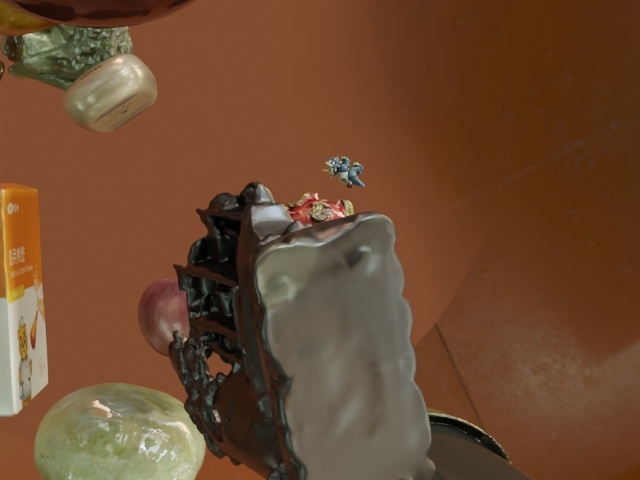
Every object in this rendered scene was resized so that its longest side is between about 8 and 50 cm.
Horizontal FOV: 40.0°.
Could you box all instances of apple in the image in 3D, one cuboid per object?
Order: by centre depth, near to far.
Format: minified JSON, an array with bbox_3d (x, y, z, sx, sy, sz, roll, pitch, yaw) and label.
[{"bbox_3d":[-0.195,0.113,1.305,0.153,0.153,0.119,-3,86,-9],"label":"apple"}]

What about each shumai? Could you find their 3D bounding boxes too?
[{"bbox_3d":[-0.458,-0.363,1.547,0.218,0.189,0.255,-22,92,-11],"label":"shumai"}]

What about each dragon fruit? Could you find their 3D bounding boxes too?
[{"bbox_3d":[0.000,0.000,1.485,0.167,0.160,0.172,13,63,-10],"label":"dragon fruit"}]

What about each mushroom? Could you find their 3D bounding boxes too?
[{"bbox_3d":[-0.402,0.432,1.785,0.352,0.352,0.260,5,104,-10],"label":"mushroom"}]

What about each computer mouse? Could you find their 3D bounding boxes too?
[{"bbox_3d":[-0.335,-0.235,1.403,0.145,0.236,0.082,-35,95,1],"label":"computer mouse"}]

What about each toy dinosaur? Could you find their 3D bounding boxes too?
[{"bbox_3d":[0.045,-0.122,1.593,0.083,0.030,0.047,27,59,1],"label":"toy dinosaur"}]

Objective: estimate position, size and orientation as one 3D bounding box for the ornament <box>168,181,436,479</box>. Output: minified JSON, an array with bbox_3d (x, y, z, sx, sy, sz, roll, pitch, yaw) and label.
[{"bbox_3d":[-0.046,0.077,0.653,0.106,0.260,0.251,-19,111,-30],"label":"ornament"}]

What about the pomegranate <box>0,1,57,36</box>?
[{"bbox_3d":[-0.392,-0.358,1.128,0.215,0.215,0.215,-1,98,-10],"label":"pomegranate"}]

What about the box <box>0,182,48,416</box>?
[{"bbox_3d":[-0.519,0.082,1.353,0.144,0.225,0.341,-1,93,-5],"label":"box"}]

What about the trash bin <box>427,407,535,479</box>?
[{"bbox_3d":[0.102,0.263,0.738,0.214,0.334,0.214,-2,97,-19],"label":"trash bin"}]

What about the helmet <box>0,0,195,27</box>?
[{"bbox_3d":[-0.200,-0.312,0.788,0.385,0.230,0.337,28,55,9],"label":"helmet"}]

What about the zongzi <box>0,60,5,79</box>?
[{"bbox_3d":[-0.299,-0.111,0.733,0.055,0.119,0.109,9,87,9],"label":"zongzi"}]
